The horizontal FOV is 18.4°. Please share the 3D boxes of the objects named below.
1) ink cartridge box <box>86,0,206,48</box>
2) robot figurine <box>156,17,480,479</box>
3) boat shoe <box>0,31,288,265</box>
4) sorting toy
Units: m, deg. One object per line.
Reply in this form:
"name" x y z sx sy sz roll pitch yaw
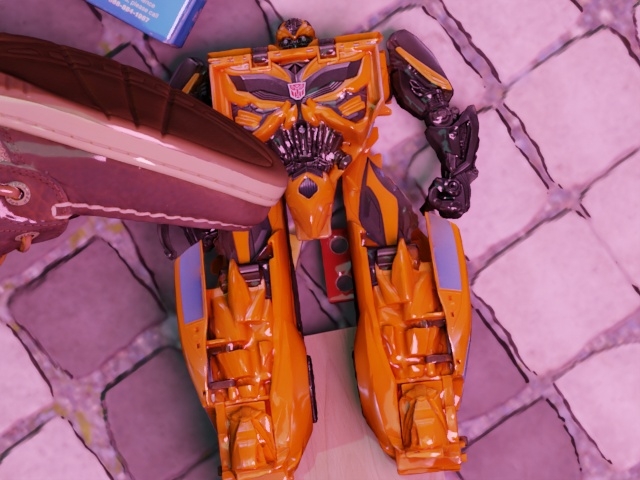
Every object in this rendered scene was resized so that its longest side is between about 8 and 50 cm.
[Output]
"ink cartridge box" -0.104 -0.233 1.207 0.139 0.082 0.191 29 92 0
"robot figurine" 0.000 0.000 1.185 0.211 0.085 0.291 -8 77 2
"boat shoe" -0.192 -0.045 1.097 0.342 0.123 0.123 13 110 -16
"sorting toy" 0.005 0.118 1.226 0.132 0.046 0.275 -11 77 2
